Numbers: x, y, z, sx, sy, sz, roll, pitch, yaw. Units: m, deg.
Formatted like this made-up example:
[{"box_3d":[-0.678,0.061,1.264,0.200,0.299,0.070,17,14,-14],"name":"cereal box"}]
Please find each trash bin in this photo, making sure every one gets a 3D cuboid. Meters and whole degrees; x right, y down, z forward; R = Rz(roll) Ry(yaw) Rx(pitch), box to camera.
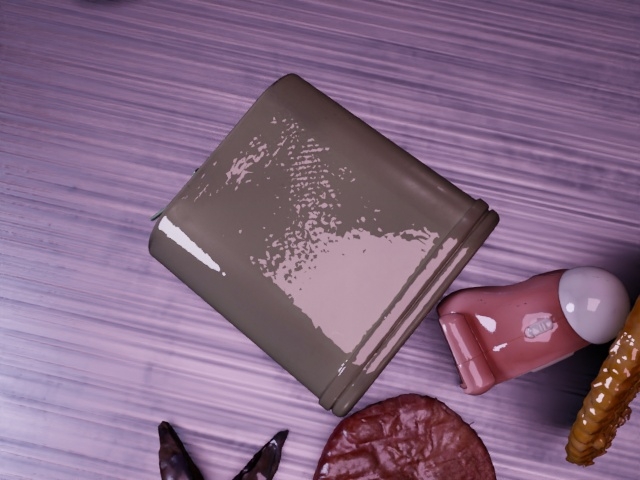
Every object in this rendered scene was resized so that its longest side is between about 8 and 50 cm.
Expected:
[{"box_3d":[0.000,0.000,0.796,0.247,0.121,0.243,37,84,9],"name":"trash bin"}]

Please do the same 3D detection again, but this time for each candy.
[{"box_3d":[-0.140,-0.046,0.850,0.083,0.023,0.025,-37,40,1],"name":"candy"}]

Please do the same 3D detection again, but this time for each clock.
[{"box_3d":[0.190,0.070,0.760,0.162,0.166,0.092,-21,80,4],"name":"clock"}]

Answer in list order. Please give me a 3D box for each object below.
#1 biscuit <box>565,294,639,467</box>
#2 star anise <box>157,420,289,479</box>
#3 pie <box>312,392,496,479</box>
[{"box_3d":[0.280,0.083,0.717,0.035,0.254,0.254,29,83,24],"name":"biscuit"},{"box_3d":[-0.100,0.293,0.761,0.272,0.102,0.271,0,81,-2],"name":"star anise"},{"box_3d":[0.079,0.235,0.778,0.183,0.049,0.182,2,81,-10],"name":"pie"}]
